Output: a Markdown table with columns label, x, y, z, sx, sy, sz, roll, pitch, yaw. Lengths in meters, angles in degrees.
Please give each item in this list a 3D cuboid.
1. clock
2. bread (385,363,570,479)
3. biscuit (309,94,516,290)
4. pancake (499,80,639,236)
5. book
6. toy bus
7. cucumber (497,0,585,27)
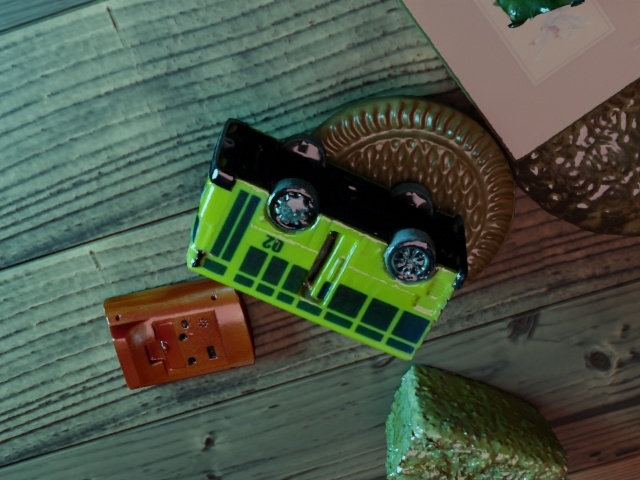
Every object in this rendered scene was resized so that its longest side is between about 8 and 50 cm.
| label | x | y | z | sx | sy | sz | roll | pitch | yaw |
| --- | --- | --- | --- | --- | --- | --- | --- | --- | --- |
| clock | -0.154 | 0.108 | 1.393 | 0.155 | 0.061 | 0.113 | -13 | 118 | 1 |
| bread | 0.175 | 0.237 | 1.443 | 0.196 | 0.138 | 0.102 | 16 | 120 | -13 |
| biscuit | 0.085 | -0.038 | 1.316 | 0.259 | 0.079 | 0.259 | -1 | 119 | -1 |
| pancake | 0.325 | -0.134 | 1.309 | 0.288 | 0.033 | 0.286 | 6 | 116 | -8 |
| book | 0.194 | -0.254 | 1.217 | 0.217 | 0.021 | 0.310 | -34 | 107 | 13 |
| toy bus | 0.000 | 0.000 | 1.218 | 0.262 | 0.128 | 0.150 | 23 | 118 | -8 |
| cucumber | 0.152 | -0.348 | 1.104 | 0.105 | 0.145 | 0.325 | -23 | 105 | 3 |
